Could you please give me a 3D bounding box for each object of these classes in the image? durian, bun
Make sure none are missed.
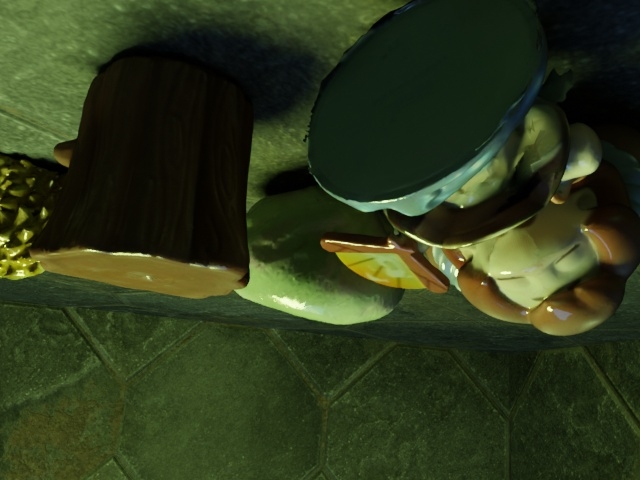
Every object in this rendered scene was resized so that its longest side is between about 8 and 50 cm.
[{"bbox_3d":[-0.477,-0.029,0.905,0.305,0.196,0.185,3,158,15],"label":"durian"},{"bbox_3d":[0.000,0.000,0.861,0.293,0.187,0.293,9,-168,-2],"label":"bun"}]

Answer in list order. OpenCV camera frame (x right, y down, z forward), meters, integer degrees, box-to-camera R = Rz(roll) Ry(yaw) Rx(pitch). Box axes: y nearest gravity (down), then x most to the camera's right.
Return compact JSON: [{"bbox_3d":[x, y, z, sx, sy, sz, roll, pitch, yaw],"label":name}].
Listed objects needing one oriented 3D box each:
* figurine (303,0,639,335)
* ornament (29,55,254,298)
[{"bbox_3d":[0.167,-0.045,0.537,0.276,0.248,0.388,-26,138,31],"label":"figurine"},{"bbox_3d":[-0.167,-0.061,0.618,0.235,0.218,0.221,-1,163,21],"label":"ornament"}]
